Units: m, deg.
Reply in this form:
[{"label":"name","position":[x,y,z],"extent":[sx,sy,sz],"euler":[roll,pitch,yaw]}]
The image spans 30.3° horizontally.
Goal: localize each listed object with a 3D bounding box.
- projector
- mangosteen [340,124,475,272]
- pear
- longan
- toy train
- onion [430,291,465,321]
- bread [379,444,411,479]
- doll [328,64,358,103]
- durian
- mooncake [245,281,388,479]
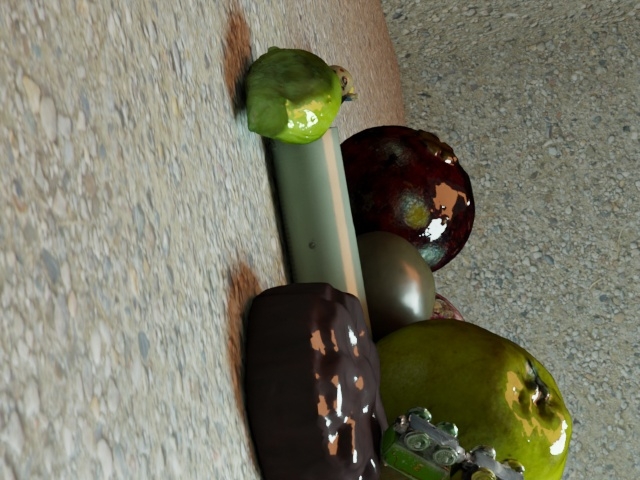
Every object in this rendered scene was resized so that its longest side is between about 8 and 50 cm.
[{"label":"projector","position":[0.000,0.000,1.763],"extent":[0.108,0.108,0.337],"euler":[-26,106,-80]},{"label":"mangosteen","position":[0.128,-0.054,2.092],"extent":[0.311,0.311,0.311],"euler":[-9,90,-81]},{"label":"pear","position":[0.184,0.296,1.761],"extent":[0.413,0.352,0.352],"euler":[-34,-124,53]},{"label":"longan","position":[0.088,0.084,1.902],"extent":[0.220,0.196,0.196],"euler":[118,-25,-51]},{"label":"toy train","position":[0.170,0.285,1.499],"extent":[0.081,0.202,0.060],"euler":[-51,-165,35]},{"label":"onion","position":[0.200,0.213,2.535],"extent":[0.252,0.219,0.252],"euler":[37,20,-16]},{"label":"bread","position":[0.086,0.334,1.608],"extent":[0.112,0.193,0.036],"euler":[46,41,-12]},{"label":"doll","position":[0.028,-0.299,2.305],"extent":[0.089,0.102,0.179],"euler":[-62,-177,18]},{"label":"durian","position":[-0.038,-0.210,1.661],"extent":[0.139,0.101,0.250],"euler":[33,32,-8]},{"label":"mooncake","position":[0.000,0.190,1.484],"extent":[0.283,0.141,0.283],"euler":[-11,90,-78]}]
